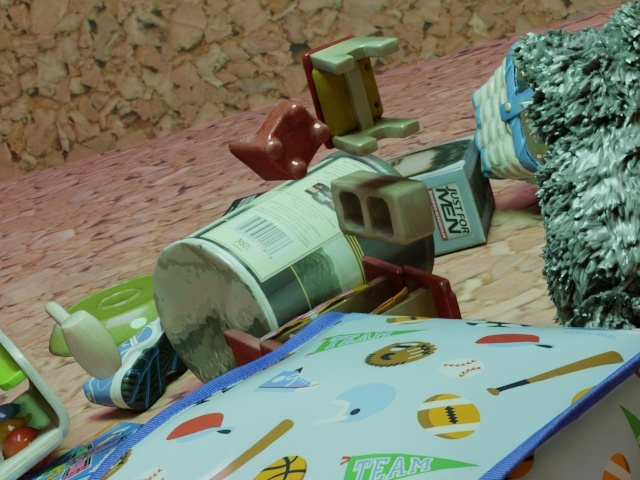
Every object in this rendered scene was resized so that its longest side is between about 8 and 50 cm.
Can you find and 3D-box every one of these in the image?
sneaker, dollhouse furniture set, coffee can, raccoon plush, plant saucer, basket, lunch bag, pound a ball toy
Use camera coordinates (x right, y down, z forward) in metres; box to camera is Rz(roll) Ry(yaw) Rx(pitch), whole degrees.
[{"bbox_3d":[-0.217,0.140,1.786,0.081,0.080,0.211,-8,17,27],"label":"sneaker"},{"bbox_3d":[0.000,0.000,1.458,0.201,0.374,0.152,-25,20,-28],"label":"dollhouse furniture set"},{"bbox_3d":[-0.029,0.036,1.688,0.275,0.202,0.201,-31,19,-38],"label":"coffee can"},{"bbox_3d":[0.298,-0.059,1.433,0.216,0.299,0.446,-16,15,11],"label":"raccoon plush"},{"bbox_3d":[-0.289,0.099,2.111,0.240,0.037,0.241,-17,14,5],"label":"plant saucer"},{"bbox_3d":[0.354,-0.174,1.901,0.254,0.201,0.289,-1,-17,-24],"label":"basket"},{"bbox_3d":[0.026,0.210,0.938,0.327,0.239,0.385,-3,15,42],"label":"lunch bag"},{"bbox_3d":[-0.332,0.174,1.639,0.208,0.136,0.319,-38,14,-13],"label":"pound a ball toy"}]

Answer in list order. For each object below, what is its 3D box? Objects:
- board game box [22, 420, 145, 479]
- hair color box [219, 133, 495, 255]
[{"bbox_3d":[-0.274,0.269,1.496,0.145,0.027,0.281,-1,23,47],"label":"board game box"},{"bbox_3d":[0.045,-0.029,2.007,0.374,0.114,0.185,-14,15,15],"label":"hair color box"}]
